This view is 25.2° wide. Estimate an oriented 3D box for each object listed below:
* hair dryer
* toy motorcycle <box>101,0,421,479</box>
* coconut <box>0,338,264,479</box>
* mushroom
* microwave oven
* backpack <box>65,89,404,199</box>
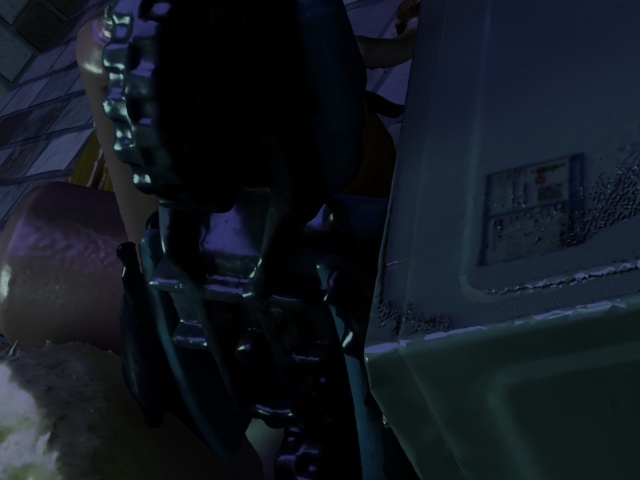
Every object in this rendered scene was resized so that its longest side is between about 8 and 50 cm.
[{"bbox_3d":[-0.118,-0.031,0.906,0.352,0.210,0.125,85,-159,-54],"label":"hair dryer"},{"bbox_3d":[0.000,0.000,0.793,0.172,0.416,0.232,6,43,30],"label":"toy motorcycle"},{"bbox_3d":[-0.184,0.201,0.913,0.298,0.309,0.297,-7,70,19],"label":"coconut"},{"bbox_3d":[0.070,-0.183,1.279,0.061,0.060,0.187,-26,2,33],"label":"mushroom"},{"bbox_3d":[0.161,-0.007,0.674,0.238,0.181,0.295,-12,37,20],"label":"microwave oven"},{"bbox_3d":[-0.105,-0.011,1.213,0.378,0.201,0.353,-52,32,6],"label":"backpack"}]
